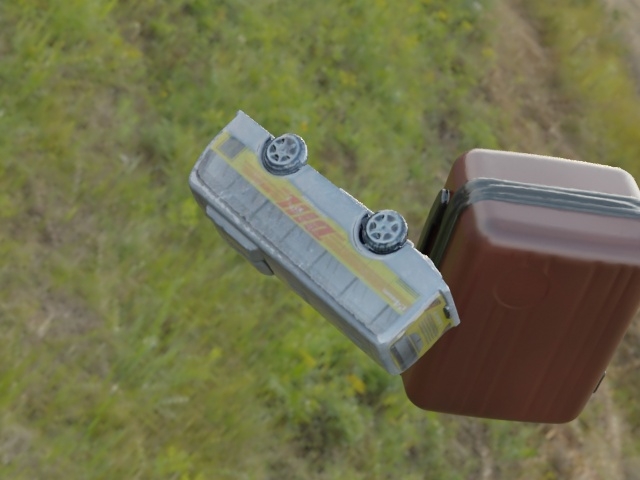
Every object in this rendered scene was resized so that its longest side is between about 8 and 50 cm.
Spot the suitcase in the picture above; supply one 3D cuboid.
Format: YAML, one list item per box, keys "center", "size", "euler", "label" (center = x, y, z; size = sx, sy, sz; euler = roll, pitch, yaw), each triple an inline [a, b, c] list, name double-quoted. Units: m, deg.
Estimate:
- center: [0.216, 0.055, 1.460]
  size: [0.236, 0.297, 0.161]
  euler: [7, 42, -11]
  label: "suitcase"

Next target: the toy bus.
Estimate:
- center: [0.000, 0.000, 0.821]
  size: [0.190, 0.075, 0.064]
  euler: [38, -11, 28]
  label: "toy bus"
